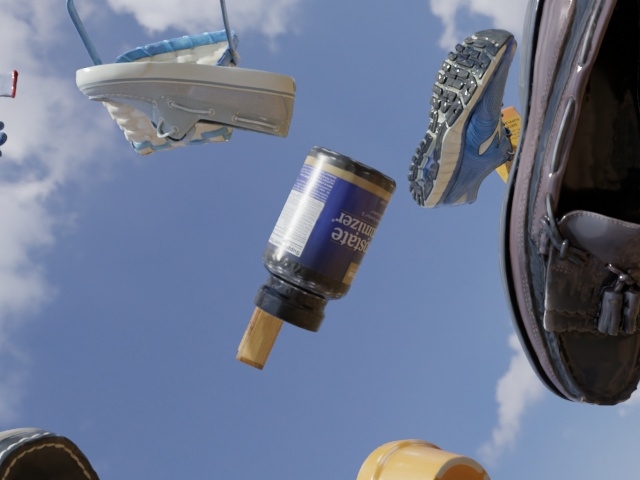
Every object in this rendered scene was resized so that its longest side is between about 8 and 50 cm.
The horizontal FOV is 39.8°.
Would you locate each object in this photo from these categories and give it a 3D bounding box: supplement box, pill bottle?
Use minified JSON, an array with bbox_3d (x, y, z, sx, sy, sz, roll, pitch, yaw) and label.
[{"bbox_3d":[0.376,-0.133,1.609,0.078,0.233,0.080,-22,-29,-14],"label":"supplement box"},{"bbox_3d":[0.000,0.000,1.137,0.123,0.123,0.219,22,-88,-55],"label":"pill bottle"}]

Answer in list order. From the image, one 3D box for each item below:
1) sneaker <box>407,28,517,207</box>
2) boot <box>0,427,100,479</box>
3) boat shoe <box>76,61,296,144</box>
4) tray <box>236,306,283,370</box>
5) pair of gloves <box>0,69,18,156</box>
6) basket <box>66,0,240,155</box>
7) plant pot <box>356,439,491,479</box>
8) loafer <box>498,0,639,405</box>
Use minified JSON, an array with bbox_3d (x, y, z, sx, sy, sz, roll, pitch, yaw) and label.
[{"bbox_3d":[0.267,-0.205,1.529,0.147,0.129,0.330,4,-59,-25],"label":"sneaker"},{"bbox_3d":[-0.078,0.282,0.525,0.138,0.284,0.377,-7,-100,-51],"label":"boot"},{"bbox_3d":[-0.138,-0.140,0.921,0.228,0.079,0.081,2,-87,-9],"label":"boat shoe"},{"bbox_3d":[-0.100,0.124,2.151,0.411,0.076,0.202,-72,5,-68],"label":"tray"},{"bbox_3d":[-0.502,-0.177,1.225,0.023,0.159,0.198,75,-167,-64],"label":"pair of gloves"},{"bbox_3d":[-0.262,-0.300,1.472,0.201,0.255,0.289,-82,-18,-50],"label":"basket"},{"bbox_3d":[0.191,0.441,1.520,0.205,0.188,0.205,8,-109,-25],"label":"plant pot"},{"bbox_3d":[0.179,-0.034,0.563,0.109,0.095,0.302,-3,-83,-11],"label":"loafer"}]
